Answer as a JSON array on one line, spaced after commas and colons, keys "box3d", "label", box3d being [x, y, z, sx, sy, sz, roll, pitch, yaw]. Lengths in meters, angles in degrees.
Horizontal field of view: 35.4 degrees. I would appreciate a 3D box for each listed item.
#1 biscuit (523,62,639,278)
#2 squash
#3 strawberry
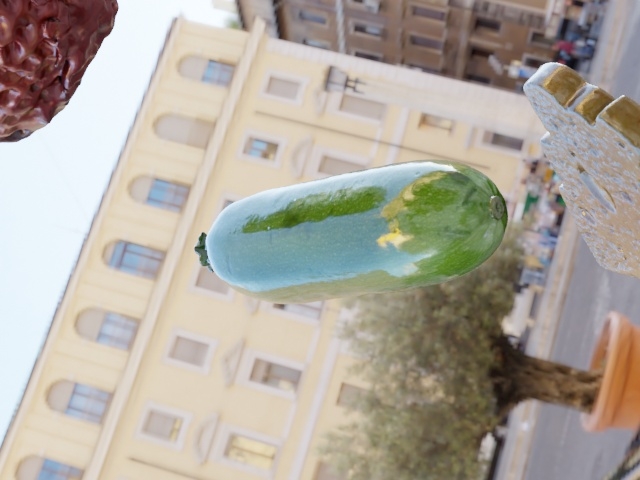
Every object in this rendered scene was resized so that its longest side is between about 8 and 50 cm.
[{"box3d": [0.247, -0.039, 0.813, 0.041, 0.212, 0.239, -39, -27, -7], "label": "biscuit"}, {"box3d": [0.000, 0.000, 0.796, 0.378, 0.101, 0.101, -5, 64, 54], "label": "squash"}, {"box3d": [-0.289, -0.184, 0.899, 0.205, 0.205, 0.244, -64, -3, -51], "label": "strawberry"}]
